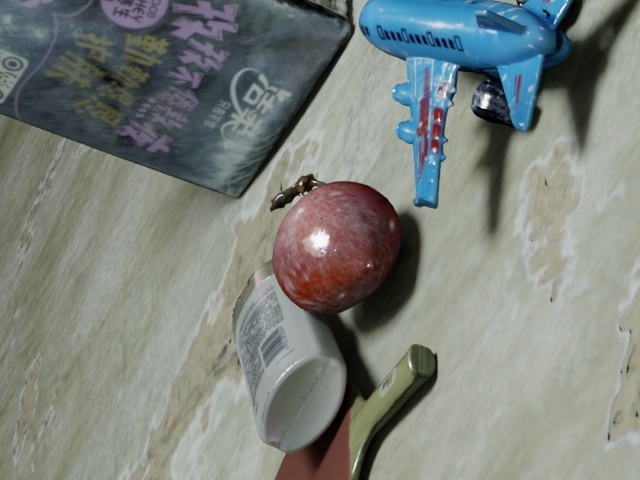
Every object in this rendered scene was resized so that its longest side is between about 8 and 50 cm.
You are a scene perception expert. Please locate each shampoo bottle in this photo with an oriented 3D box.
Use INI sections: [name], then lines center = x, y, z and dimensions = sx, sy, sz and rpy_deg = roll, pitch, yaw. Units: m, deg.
[shampoo bottle]
center = -0.028, 0.085, 1.462
dimensions = 0.086, 0.056, 0.227
rpy_deg = -59, 16, 10

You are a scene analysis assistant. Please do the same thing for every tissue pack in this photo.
[tissue pack]
center = -0.182, -0.195, 1.741
dimensions = 0.259, 0.361, 0.122
rpy_deg = -53, 29, 40

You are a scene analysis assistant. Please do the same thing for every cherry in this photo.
[cherry]
center = 0.000, 0.000, 1.451
dimensions = 0.107, 0.090, 0.225
rpy_deg = -61, 18, -1

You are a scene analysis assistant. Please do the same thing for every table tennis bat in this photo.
[table tennis bat]
center = 0.016, 0.157, 1.363
dimensions = 0.246, 0.022, 0.138
rpy_deg = -53, 24, 42

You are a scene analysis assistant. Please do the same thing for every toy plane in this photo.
[toy plane]
center = 0.103, -0.144, 1.307
dimensions = 0.254, 0.105, 0.271
rpy_deg = -68, 18, -1
